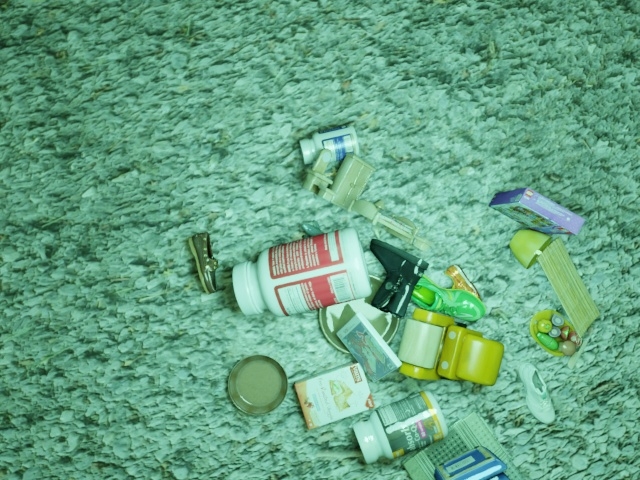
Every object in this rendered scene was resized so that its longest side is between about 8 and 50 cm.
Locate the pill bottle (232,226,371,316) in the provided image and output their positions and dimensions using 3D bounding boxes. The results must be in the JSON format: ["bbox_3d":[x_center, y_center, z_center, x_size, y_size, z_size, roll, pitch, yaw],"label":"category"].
[{"bbox_3d":[-0.058,0.112,1.670,0.407,0.229,0.229,-14,87,7],"label":"pill bottle"}]

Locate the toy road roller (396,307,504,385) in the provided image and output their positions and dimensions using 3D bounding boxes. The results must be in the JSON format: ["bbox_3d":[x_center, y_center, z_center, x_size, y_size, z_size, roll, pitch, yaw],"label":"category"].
[{"bbox_3d":[0.416,0.345,1.637,0.240,0.329,0.203,11,84,42],"label":"toy road roller"}]

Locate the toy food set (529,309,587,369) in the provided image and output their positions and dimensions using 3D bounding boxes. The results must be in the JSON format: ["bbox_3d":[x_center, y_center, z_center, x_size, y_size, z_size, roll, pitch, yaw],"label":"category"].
[{"bbox_3d":[0.818,0.328,1.782,0.218,0.071,0.128,40,86,0],"label":"toy food set"}]

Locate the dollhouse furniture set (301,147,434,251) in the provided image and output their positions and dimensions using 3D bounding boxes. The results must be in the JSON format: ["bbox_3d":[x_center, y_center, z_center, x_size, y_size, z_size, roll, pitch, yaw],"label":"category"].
[{"bbox_3d":[0.170,-0.143,1.632,0.303,0.355,0.174,23,96,-40],"label":"dollhouse furniture set"}]

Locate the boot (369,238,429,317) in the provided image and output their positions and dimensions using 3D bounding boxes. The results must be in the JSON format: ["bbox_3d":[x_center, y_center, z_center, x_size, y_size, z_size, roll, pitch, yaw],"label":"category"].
[{"bbox_3d":[0.213,0.121,1.709,0.246,0.094,0.207,28,88,44],"label":"boot"}]

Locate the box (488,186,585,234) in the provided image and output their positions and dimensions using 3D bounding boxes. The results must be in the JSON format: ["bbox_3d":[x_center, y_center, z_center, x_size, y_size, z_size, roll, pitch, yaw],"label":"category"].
[{"bbox_3d":[0.683,-0.091,1.693,0.201,0.293,0.057,29,91,-1],"label":"box"}]

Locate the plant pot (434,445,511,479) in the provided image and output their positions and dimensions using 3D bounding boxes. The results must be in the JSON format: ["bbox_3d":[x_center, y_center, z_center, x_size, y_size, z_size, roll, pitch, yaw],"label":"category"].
[{"bbox_3d":[0.487,0.781,1.620,0.236,0.236,0.212,-25,83,-1],"label":"plant pot"}]

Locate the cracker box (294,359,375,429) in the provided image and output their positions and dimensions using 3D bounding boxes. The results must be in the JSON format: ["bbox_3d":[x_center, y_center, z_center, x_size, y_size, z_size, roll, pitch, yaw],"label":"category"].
[{"bbox_3d":[0.046,0.508,1.741,0.232,0.067,0.156,-18,87,-4],"label":"cracker box"}]

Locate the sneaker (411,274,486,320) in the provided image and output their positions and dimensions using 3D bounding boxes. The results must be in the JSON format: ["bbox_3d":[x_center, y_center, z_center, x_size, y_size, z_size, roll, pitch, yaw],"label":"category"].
[{"bbox_3d":[0.397,0.203,1.737,0.295,0.123,0.109,22,117,4],"label":"sneaker"}]

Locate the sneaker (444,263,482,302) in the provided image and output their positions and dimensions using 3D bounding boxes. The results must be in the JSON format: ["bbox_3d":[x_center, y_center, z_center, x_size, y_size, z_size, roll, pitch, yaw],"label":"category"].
[{"bbox_3d":[0.489,0.163,1.794,0.067,0.064,0.175,-38,83,16],"label":"sneaker"}]

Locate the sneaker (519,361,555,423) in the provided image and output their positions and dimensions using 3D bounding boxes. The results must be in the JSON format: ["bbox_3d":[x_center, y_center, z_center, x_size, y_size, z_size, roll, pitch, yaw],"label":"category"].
[{"bbox_3d":[0.731,0.517,1.755,0.080,0.094,0.212,-22,88,-5],"label":"sneaker"}]

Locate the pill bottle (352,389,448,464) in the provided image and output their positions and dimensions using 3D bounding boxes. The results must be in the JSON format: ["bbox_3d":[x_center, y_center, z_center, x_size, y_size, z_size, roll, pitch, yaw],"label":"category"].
[{"bbox_3d":[0.254,0.605,1.696,0.278,0.162,0.162,-22,87,-4],"label":"pill bottle"}]

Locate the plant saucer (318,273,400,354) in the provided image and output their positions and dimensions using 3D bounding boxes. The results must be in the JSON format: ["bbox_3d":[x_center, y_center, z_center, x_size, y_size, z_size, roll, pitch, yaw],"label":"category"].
[{"bbox_3d":[0.132,0.247,1.775,0.277,0.041,0.278,0,87,-2],"label":"plant saucer"}]

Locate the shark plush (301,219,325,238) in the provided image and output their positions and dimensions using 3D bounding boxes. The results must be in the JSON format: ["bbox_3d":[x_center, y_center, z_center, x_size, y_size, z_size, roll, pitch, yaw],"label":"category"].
[{"bbox_3d":[0.000,0.000,1.771,0.073,0.067,0.161,-42,89,-4],"label":"shark plush"}]

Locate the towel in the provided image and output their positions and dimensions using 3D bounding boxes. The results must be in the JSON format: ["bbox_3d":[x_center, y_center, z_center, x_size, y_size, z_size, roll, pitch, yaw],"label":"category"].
[{"bbox_3d":[0.480,0.771,1.758,0.312,0.056,0.324,-36,91,-1],"label":"towel"}]

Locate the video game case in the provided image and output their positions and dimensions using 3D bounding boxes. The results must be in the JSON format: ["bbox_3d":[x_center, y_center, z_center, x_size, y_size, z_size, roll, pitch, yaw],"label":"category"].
[{"bbox_3d":[0.147,0.337,1.650,0.023,0.183,0.201,-32,76,-32],"label":"video game case"}]

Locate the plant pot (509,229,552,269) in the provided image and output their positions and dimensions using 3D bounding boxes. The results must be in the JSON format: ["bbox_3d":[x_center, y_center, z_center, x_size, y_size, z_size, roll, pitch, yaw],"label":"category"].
[{"bbox_3d":[0.699,0.016,1.780,0.095,0.134,0.134,40,85,26],"label":"plant pot"}]

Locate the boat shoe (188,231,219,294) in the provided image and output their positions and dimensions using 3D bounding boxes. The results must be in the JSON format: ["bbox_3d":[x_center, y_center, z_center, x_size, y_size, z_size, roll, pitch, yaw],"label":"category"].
[{"bbox_3d":[-0.376,0.074,1.749,0.073,0.073,0.207,-18,87,-1],"label":"boat shoe"}]

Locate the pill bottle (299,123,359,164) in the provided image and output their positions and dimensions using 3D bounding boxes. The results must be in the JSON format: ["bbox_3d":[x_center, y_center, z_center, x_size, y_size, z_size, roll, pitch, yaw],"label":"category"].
[{"bbox_3d":[0.028,-0.317,1.772,0.186,0.112,0.112,-13,87,-3],"label":"pill bottle"}]

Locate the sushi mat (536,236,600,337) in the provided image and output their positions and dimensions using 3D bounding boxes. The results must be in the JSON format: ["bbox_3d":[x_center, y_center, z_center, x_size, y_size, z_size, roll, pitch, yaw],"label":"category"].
[{"bbox_3d":[0.838,0.155,1.779,0.151,0.019,0.317,-32,94,-29],"label":"sushi mat"}]

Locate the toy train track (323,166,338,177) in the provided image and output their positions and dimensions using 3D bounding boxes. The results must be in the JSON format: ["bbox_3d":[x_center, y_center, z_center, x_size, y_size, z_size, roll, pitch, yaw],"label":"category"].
[{"bbox_3d":[0.032,-0.228,1.815,0.083,0.014,0.048,-10,87,-2],"label":"toy train track"}]

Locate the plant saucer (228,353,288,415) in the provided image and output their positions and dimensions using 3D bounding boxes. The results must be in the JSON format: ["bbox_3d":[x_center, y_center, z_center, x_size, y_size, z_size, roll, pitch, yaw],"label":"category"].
[{"bbox_3d":[-0.205,0.476,1.748,0.198,0.036,0.199,0,86,-2],"label":"plant saucer"}]
